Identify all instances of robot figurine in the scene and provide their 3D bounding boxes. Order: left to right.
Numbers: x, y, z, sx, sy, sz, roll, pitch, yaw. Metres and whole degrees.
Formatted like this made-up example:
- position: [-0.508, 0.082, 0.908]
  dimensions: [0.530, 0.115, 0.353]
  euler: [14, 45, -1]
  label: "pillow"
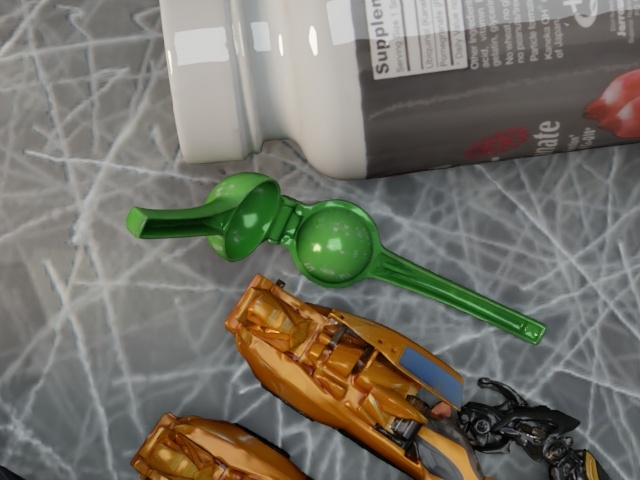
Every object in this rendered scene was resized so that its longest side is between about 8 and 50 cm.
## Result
- position: [0.042, 0.159, 1.063]
  dimensions: [0.291, 0.085, 0.211]
  euler: [33, 86, 2]
  label: "robot figurine"

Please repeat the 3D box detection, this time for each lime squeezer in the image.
- position: [0.000, 0.000, 1.056]
  dimensions: [0.310, 0.110, 0.059]
  euler: [17, 88, -36]
  label: "lime squeezer"

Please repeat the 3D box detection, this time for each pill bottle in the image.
- position: [0.068, -0.130, 1.038]
  dimensions: [0.318, 0.176, 0.176]
  euler: [-7, 86, -1]
  label: "pill bottle"

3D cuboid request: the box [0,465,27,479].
- position: [-0.121, 0.368, 0.911]
  dimensions: [0.293, 0.212, 0.395]
  euler: [-45, 59, -3]
  label: "box"
